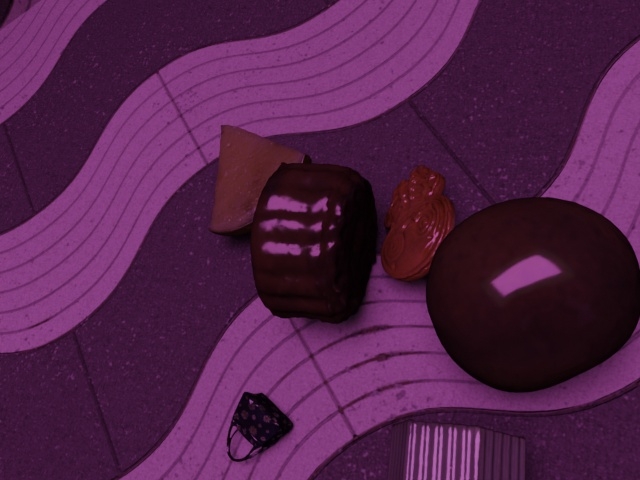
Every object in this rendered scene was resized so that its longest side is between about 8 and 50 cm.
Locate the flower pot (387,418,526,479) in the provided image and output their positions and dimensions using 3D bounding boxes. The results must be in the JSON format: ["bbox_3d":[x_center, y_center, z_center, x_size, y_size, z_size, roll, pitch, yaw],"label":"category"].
[{"bbox_3d":[0.225,0.415,1.147,0.209,0.239,0.189,-19,57,50],"label":"flower pot"}]

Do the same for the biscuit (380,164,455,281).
[{"bbox_3d":[0.194,-0.043,1.391,0.202,0.044,0.288,-41,34,40],"label":"biscuit"}]

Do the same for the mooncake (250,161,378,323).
[{"bbox_3d":[-0.001,0.001,1.362,0.187,0.324,0.323,5,69,20],"label":"mooncake"}]

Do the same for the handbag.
[{"bbox_3d":[-0.142,0.392,1.384,0.115,0.072,0.139,37,88,29],"label":"handbag"}]

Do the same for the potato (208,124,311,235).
[{"bbox_3d":[-0.173,-0.116,1.602,0.270,0.112,0.255,24,82,32],"label":"potato"}]

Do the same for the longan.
[{"bbox_3d":[0.371,0.093,1.186,0.361,0.361,0.360,-8,65,18],"label":"longan"}]
